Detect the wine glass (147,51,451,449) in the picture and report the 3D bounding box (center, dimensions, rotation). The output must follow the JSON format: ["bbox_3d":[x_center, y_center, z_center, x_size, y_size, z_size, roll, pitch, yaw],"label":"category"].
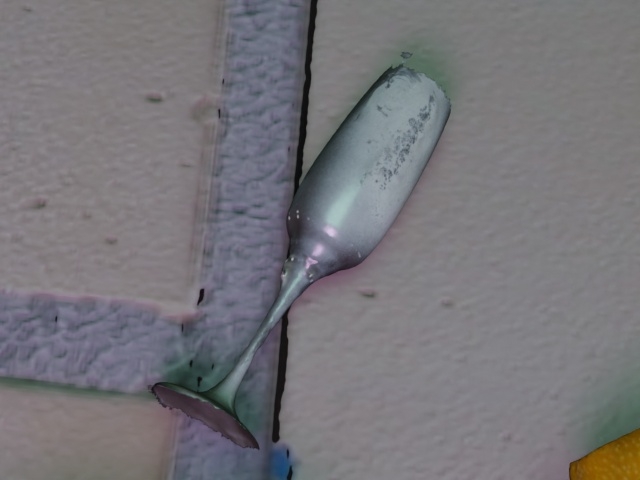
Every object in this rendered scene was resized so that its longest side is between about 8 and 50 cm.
[{"bbox_3d":[0.000,0.000,0.857,0.074,0.074,0.262,31,68,5],"label":"wine glass"}]

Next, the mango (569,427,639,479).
[{"bbox_3d":[0.205,0.253,0.745,0.187,0.144,0.359,14,65,-4],"label":"mango"}]
